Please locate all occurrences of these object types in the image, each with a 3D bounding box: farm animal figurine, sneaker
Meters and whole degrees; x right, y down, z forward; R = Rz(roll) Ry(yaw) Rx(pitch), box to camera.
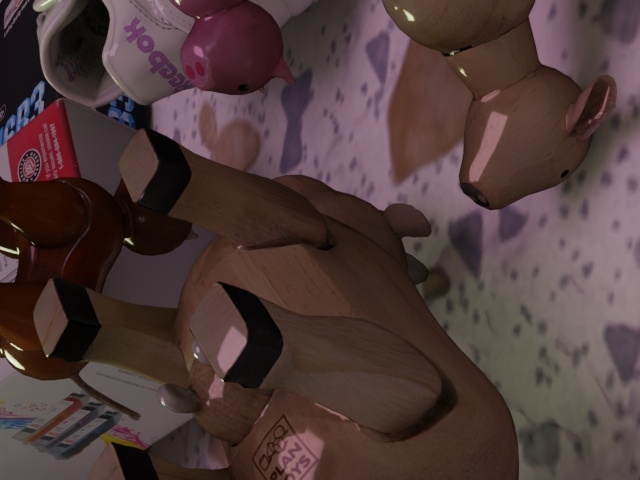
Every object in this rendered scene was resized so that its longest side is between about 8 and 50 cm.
[{"bbox_3d":[0.000,0.000,0.597,0.330,0.172,0.327,-46,39,33],"label":"farm animal figurine"},{"bbox_3d":[-0.109,-0.156,0.851,0.152,0.114,0.305,-43,29,-4],"label":"sneaker"}]

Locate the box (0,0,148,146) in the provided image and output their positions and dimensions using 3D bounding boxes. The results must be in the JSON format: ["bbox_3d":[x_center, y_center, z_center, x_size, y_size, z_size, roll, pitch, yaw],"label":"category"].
[{"bbox_3d":[-0.200,-0.022,1.105,0.295,0.073,0.293,-36,54,55],"label":"box"}]

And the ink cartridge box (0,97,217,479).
[{"bbox_3d":[-0.139,0.040,0.833,0.176,0.127,0.128,-34,55,25],"label":"ink cartridge box"}]
